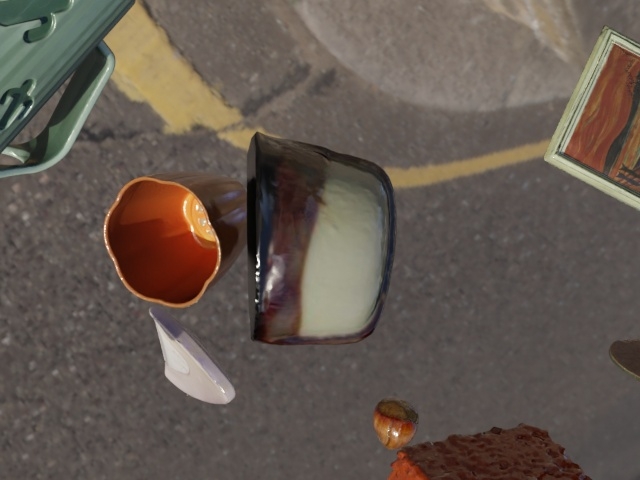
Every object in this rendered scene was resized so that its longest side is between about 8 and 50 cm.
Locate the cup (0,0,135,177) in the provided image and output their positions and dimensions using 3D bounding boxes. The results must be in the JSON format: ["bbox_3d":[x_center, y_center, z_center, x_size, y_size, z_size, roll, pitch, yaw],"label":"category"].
[{"bbox_3d":[-0.491,-0.297,1.540,0.392,0.310,0.401,-45,173,-6],"label":"cup"}]

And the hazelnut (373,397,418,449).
[{"bbox_3d":[0.120,0.296,1.702,0.086,0.086,0.086,-28,142,-24],"label":"hazelnut"}]

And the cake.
[{"bbox_3d":[0.245,0.470,1.489,0.269,0.270,0.320,-3,119,-24],"label":"cake"}]

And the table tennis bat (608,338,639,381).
[{"bbox_3d":[0.505,0.168,1.443,0.234,0.131,0.022,2,114,-22],"label":"table tennis bat"}]

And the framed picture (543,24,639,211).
[{"bbox_3d":[0.456,-0.137,1.395,0.216,0.273,0.016,-64,-177,-10],"label":"framed picture"}]

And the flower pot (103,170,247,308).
[{"bbox_3d":[-0.184,-0.019,1.503,0.173,0.190,0.191,-34,152,-59],"label":"flower pot"}]

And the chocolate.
[{"bbox_3d":[0.000,0.000,1.346,0.186,0.284,0.284,-1,133,-7],"label":"chocolate"}]

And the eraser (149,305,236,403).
[{"bbox_3d":[-0.257,0.260,2.197,0.059,0.243,0.204,-36,140,-31],"label":"eraser"}]
